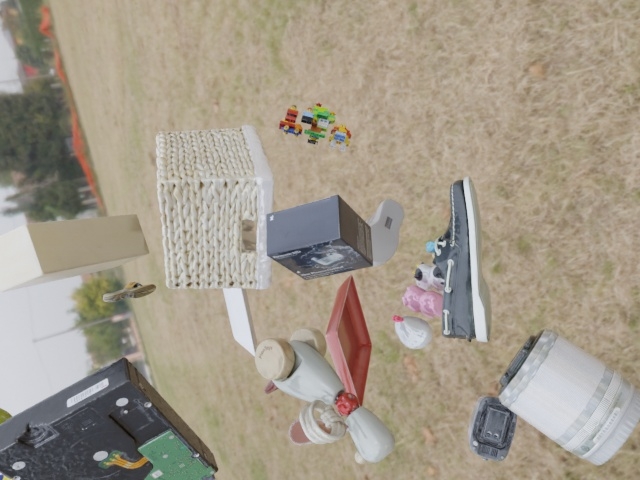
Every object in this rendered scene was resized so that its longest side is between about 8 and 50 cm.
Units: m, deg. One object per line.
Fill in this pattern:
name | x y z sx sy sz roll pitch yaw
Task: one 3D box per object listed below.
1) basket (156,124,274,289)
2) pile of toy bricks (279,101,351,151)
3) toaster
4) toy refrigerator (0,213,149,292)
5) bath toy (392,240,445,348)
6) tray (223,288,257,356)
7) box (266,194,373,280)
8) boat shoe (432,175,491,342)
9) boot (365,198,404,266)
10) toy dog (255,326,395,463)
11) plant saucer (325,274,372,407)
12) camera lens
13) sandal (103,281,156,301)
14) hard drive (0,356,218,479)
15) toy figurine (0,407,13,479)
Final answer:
basket | -0.269 -0.083 1.447 0.331 0.266 0.328 -116 26 -54
pile of toy bricks | -0.006 -0.350 1.659 0.118 0.212 0.105 110 175 -67
toaster | 0.554 0.591 1.853 0.146 0.129 0.227 57 -131 -77
toy refrigerator | -0.438 0.011 1.018 0.269 0.102 0.094 -18 -91 -69
bath toy | 0.320 0.168 1.771 0.129 0.348 0.151 36 153 -11
tray | -0.255 0.228 1.826 0.145 0.030 0.270 24 130 49
box | 0.000 0.000 1.105 0.158 0.155 0.093 39 -136 -54
boat shoe | 0.243 0.040 1.012 0.091 0.114 0.303 -3 101 23
boot | 0.135 0.007 1.444 0.095 0.258 0.123 36 130 -1
toy dog | -0.015 0.325 1.144 0.161 0.220 0.334 -60 37 22
plant saucer | 0.075 0.266 1.522 0.258 0.047 0.259 -70 -31 -58
camera lens | 0.582 0.362 1.359 0.274 0.219 0.219 35 143 20
sandal | -0.657 0.170 1.967 0.049 0.180 0.072 70 153 20
hard drive | -0.344 0.361 0.959 0.064 0.236 0.339 54 171 49
toy figurine | -0.689 0.568 1.316 0.363 0.217 0.191 -96 6 -48
